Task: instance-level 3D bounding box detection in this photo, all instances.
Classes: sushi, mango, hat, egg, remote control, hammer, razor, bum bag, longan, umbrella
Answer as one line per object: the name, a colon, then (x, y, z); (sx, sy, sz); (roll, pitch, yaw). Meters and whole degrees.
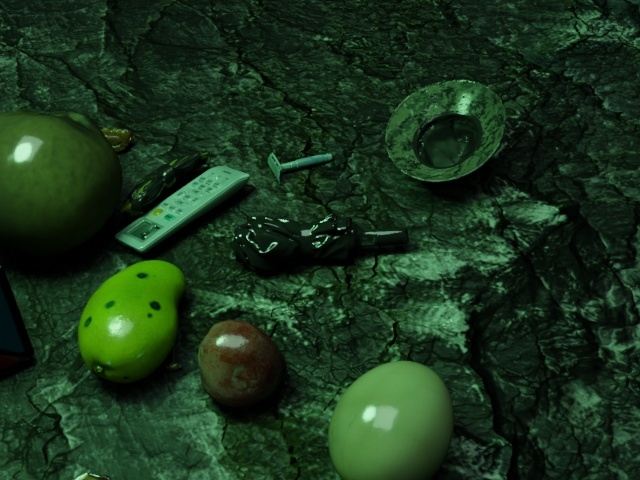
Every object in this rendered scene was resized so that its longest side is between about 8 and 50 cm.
sushi: (-0.473, -0.224, 2.295); (0.117, 0.062, 0.060); (10, 32, -14)
mango: (-0.330, 0.133, 1.840); (0.175, 0.143, 0.293); (6, 34, 9)
hat: (0.267, -0.196, 2.149); (0.265, 0.128, 0.266); (-8, 53, 11)
egg: (0.112, 0.288, 1.597); (0.185, 0.186, 0.242); (17, 46, 21)
remote control: (-0.275, -0.064, 2.103); (0.293, 0.051, 0.103); (-36, 35, -28)
hammer: (-0.265, 0.187, 1.863); (0.029, 0.014, 0.123); (0, 41, -8)
razor: (-0.038, -0.167, 2.211); (0.135, 0.040, 0.068); (-14, 44, -17)
bum bag: (-0.331, -0.119, 2.150); (0.232, 0.060, 0.106); (-39, 14, -32)
longan: (-0.541, -0.116, 2.006); (0.318, 0.319, 0.319); (-2, 43, 2)
umbrella: (0.000, 0.000, 1.987); (0.340, 0.118, 0.118); (-2, 43, -3)

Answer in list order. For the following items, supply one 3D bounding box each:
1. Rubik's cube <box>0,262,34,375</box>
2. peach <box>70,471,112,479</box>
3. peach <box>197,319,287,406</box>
Rubik's cube: (-0.680, 0.113, 1.807); (0.246, 0.248, 0.250); (-25, 46, -23)
peach: (-0.275, 0.481, 1.389); (0.380, 0.242, 0.306); (17, 67, 3)
peach: (-0.127, 0.203, 1.749); (0.152, 0.152, 0.152); (-2, 43, 2)
